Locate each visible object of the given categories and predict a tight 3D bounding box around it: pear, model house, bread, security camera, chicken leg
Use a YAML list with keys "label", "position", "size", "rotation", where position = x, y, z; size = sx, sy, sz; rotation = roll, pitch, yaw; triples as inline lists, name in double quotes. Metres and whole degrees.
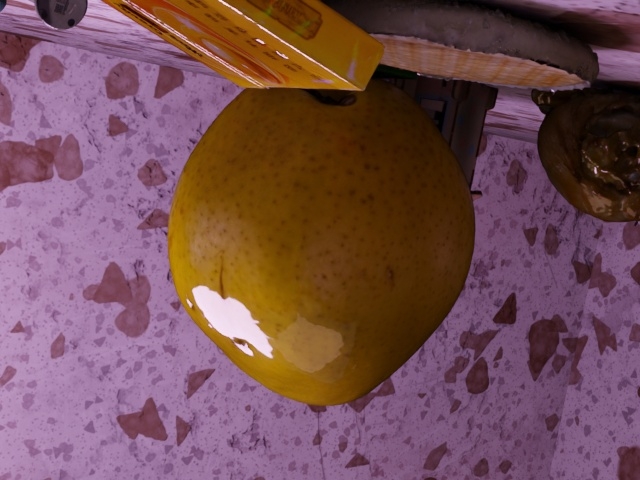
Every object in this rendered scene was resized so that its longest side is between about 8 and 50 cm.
- label: "pear"
  position: [0.000, 0.000, 1.213]
  size: [0.362, 0.419, 0.362]
  rotation: [7, -150, -4]
- label: "model house"
  position: [0.077, -0.127, 1.446]
  size: [0.326, 0.244, 0.169]
  rotation: [16, -168, 41]
- label: "bread"
  position: [0.094, -0.163, 0.826]
  size: [0.266, 0.041, 0.267]
  rotation: [10, -175, -1]
- label: "security camera"
  position: [-0.279, -0.255, 1.050]
  size: [0.058, 0.058, 0.092]
  rotation: [6, -161, -34]
- label: "chicken leg"
  position: [0.413, -0.108, 1.236]
  size: [0.201, 0.153, 0.429]
  rotation: [30, -156, 36]

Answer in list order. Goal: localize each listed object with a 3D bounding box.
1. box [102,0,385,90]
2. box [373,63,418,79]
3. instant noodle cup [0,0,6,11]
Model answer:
- label: "box"
  position: [-0.071, -0.164, 0.745]
  size: [0.152, 0.043, 0.269]
  rotation: [31, 177, -24]
- label: "box"
  position: [-0.018, -0.217, 1.135]
  size: [0.235, 0.034, 0.132]
  rotation: [6, -173, -28]
- label: "instant noodle cup"
  position: [-0.294, -0.209, 0.703]
  size: [0.179, 0.070, 0.157]
  rotation: [11, -176, -3]
